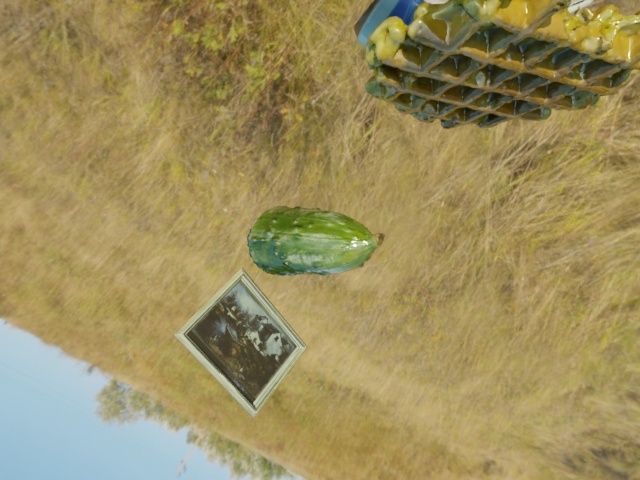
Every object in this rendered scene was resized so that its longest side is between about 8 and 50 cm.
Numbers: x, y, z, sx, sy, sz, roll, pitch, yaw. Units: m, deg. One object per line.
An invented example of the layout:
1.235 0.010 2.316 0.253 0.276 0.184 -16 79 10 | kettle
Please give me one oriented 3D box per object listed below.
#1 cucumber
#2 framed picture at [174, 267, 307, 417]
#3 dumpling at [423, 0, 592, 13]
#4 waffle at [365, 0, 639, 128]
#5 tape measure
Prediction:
0.001 0.003 0.698 0.245 0.134 0.134 0 144 41 | cucumber
-0.176 0.250 1.020 0.019 0.232 0.296 -10 122 52 | framed picture
0.355 -0.447 0.676 0.260 0.341 0.181 44 136 32 | dumpling
0.198 -0.188 0.451 0.282 0.058 0.301 -5 173 44 | waffle
0.233 -0.717 1.316 0.138 0.259 0.262 44 132 -11 | tape measure
